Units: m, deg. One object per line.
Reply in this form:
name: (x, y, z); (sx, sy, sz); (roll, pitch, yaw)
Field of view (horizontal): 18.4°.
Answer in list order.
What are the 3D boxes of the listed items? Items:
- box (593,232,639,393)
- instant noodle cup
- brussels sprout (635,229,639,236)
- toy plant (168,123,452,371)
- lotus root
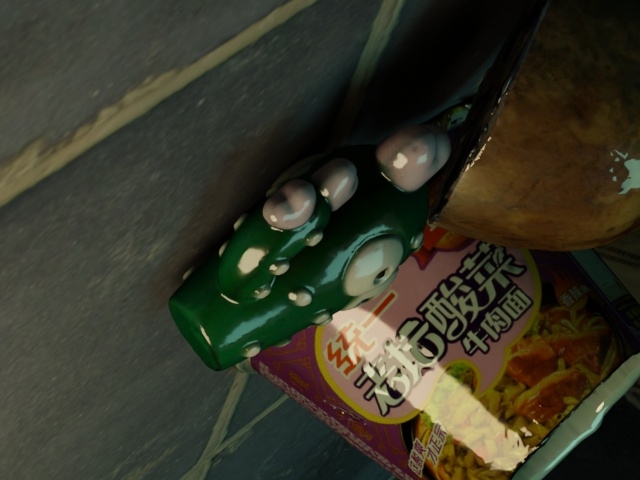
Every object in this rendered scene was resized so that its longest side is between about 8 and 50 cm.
box: (0.451, 0.015, 2.334); (0.396, 0.396, 0.111); (-41, 120, -19)
instant noodle cup: (0.129, 0.083, 1.761); (0.340, 0.266, 0.340); (-42, 164, -15)
brussels sprout: (0.426, -0.110, 2.136); (0.259, 0.227, 0.294); (-45, 160, 0)
toy plant: (0.001, 0.001, 1.485); (0.243, 0.112, 0.232); (-27, 161, -38)
lotus root: (0.211, -0.101, 1.563); (0.272, 0.192, 0.272); (-62, -171, 17)
